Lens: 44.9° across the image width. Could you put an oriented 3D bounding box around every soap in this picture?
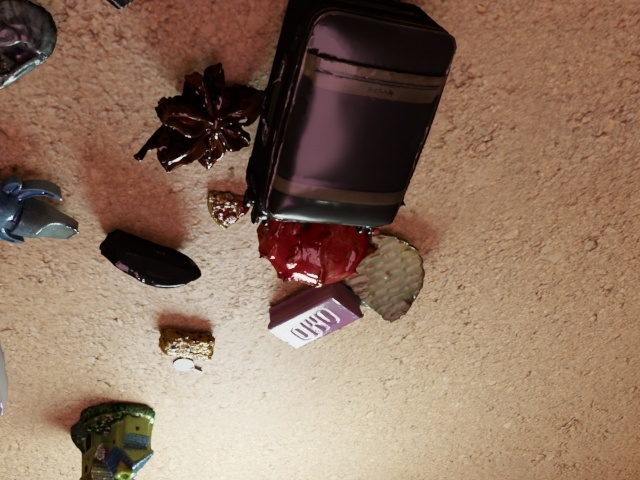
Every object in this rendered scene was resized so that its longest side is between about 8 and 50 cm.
[{"bbox_3d":[-0.014,0.172,1.814,0.203,0.066,0.122,-30,131,28],"label":"soap"}]

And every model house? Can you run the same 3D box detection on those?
[{"bbox_3d":[-0.541,0.554,2.024,0.195,0.189,0.214,21,128,-34],"label":"model house"}]

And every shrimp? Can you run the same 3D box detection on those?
[{"bbox_3d":[-0.565,-0.237,1.205,0.372,0.172,0.137,-37,138,14],"label":"shrimp"}]

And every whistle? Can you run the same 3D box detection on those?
[{"bbox_3d":[-0.584,-0.061,1.452,0.269,0.093,0.180,22,133,-39],"label":"whistle"}]

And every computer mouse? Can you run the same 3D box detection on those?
[{"bbox_3d":[-0.352,0.049,1.593,0.217,0.122,0.073,24,102,-33],"label":"computer mouse"}]

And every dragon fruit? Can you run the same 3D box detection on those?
[{"bbox_3d":[0.000,0.000,1.572,0.268,0.210,0.205,6,152,-27],"label":"dragon fruit"}]

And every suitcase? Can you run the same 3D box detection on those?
[{"bbox_3d":[0.035,-0.206,1.308,0.283,0.194,0.434,4,121,-22],"label":"suitcase"}]

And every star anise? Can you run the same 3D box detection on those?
[{"bbox_3d":[-0.202,-0.217,1.344,0.220,0.126,0.190,0,140,-47],"label":"star anise"}]

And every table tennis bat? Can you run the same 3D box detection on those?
[{"bbox_3d":[-0.334,0.318,1.955,0.083,0.007,0.050,30,122,-34],"label":"table tennis bat"}]

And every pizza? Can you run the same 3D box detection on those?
[{"bbox_3d":[-0.194,-0.067,1.572,0.100,0.029,0.099,-37,131,23],"label":"pizza"}]

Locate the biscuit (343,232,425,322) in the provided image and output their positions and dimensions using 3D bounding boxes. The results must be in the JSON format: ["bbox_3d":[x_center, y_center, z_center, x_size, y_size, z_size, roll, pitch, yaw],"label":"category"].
[{"bbox_3d":[0.139,0.066,1.761,0.187,0.036,0.273,-37,122,15],"label":"biscuit"}]

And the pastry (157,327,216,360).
[{"bbox_3d":[-0.320,0.249,1.852,0.140,0.056,0.080,8,122,-18],"label":"pastry"}]

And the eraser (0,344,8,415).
[{"bbox_3d":[-0.896,0.283,1.704,0.359,0.122,0.272,-1,136,-13],"label":"eraser"}]

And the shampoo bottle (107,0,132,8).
[{"bbox_3d":[-0.371,-0.436,1.089,0.104,0.104,0.278,-34,133,21],"label":"shampoo bottle"}]

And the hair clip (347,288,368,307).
[{"bbox_3d":[0.100,0.143,1.857,0.188,0.033,0.060,12,136,-13],"label":"hair clip"}]
